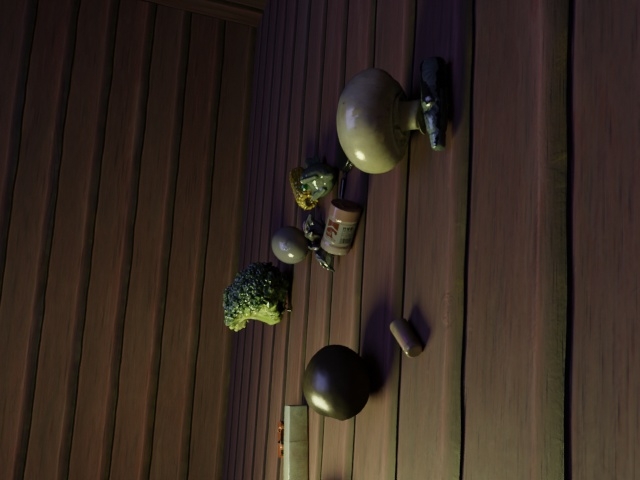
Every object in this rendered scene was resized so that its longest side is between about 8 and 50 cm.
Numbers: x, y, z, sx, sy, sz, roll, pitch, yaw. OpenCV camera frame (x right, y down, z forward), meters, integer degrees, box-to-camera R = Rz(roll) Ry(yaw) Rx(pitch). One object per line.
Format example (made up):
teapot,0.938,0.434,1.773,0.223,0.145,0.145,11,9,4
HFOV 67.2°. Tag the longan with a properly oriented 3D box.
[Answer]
longan,0.045,0.380,1.293,0.212,0.197,0.198,118,151,-61

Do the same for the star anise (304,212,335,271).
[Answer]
star anise,0.000,0.000,1.595,0.061,0.205,0.181,-15,34,26

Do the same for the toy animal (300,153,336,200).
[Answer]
toy animal,-0.008,-0.243,1.769,0.251,0.126,0.126,-90,2,-63

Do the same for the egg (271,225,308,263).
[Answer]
egg,-0.121,0.019,1.934,0.199,0.146,0.147,-133,51,-57

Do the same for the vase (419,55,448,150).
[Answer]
vase,0.252,-0.297,1.056,0.060,0.059,0.212,144,129,-66

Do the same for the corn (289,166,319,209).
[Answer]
corn,-0.064,-0.216,1.917,0.310,0.101,0.102,-107,29,-58

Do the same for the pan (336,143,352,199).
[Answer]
pan,0.078,-0.245,1.603,0.136,0.028,0.235,-137,55,-68

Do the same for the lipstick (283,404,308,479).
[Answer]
lipstick,-0.089,0.789,1.733,0.080,0.076,0.372,135,137,-65

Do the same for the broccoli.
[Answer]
broccoli,-0.266,0.280,2.150,0.348,0.281,0.293,-51,42,-8

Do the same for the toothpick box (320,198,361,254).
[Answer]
toothpick box,0.062,-0.042,1.485,0.098,0.098,0.149,-116,35,-57

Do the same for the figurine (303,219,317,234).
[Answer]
figurine,-0.024,-0.045,1.826,0.129,0.054,0.072,10,109,64

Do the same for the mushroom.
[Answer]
mushroom,0.152,-0.289,1.157,0.246,0.202,0.247,-2,-90,-67

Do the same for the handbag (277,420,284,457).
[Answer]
handbag,-0.139,0.774,1.875,0.190,0.062,0.127,104,164,-62

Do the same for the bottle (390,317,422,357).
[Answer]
bottle,0.195,0.222,1.101,0.096,0.045,0.045,-116,36,-56
